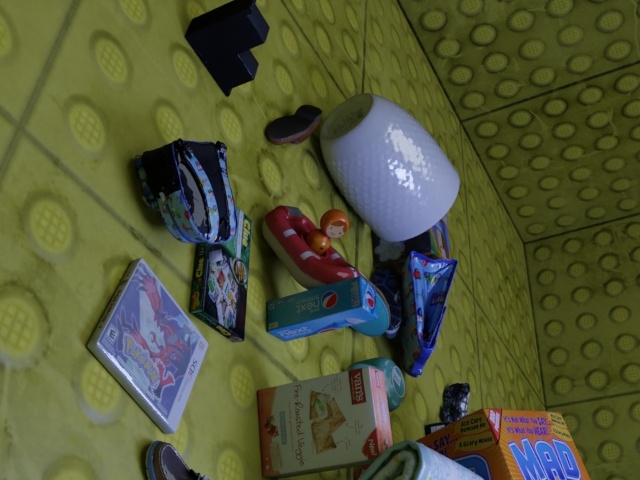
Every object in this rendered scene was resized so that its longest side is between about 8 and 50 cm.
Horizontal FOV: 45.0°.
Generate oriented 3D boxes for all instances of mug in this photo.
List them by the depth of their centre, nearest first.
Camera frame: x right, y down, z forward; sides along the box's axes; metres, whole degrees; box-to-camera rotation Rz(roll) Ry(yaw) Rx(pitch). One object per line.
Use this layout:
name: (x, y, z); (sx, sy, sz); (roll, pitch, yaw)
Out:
mug: (0.133, 0.338, 1.793); (0.157, 0.097, 0.130); (1, 75, -66)
mug: (0.161, -0.236, 2.020); (0.328, 0.276, 0.374); (47, 29, -31)

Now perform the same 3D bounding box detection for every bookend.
bookend: (-0.159, -0.392, 1.548); (0.156, 0.157, 0.072); (54, 31, -36)

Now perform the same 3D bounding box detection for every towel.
towel: (0.106, 0.520, 1.343); (0.090, 0.374, 0.320); (45, 3, 37)

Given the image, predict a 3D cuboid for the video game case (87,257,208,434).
video game case: (-0.250, 0.157, 1.162); (0.201, 0.023, 0.183); (58, 28, -31)

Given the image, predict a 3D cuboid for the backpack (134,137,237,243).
backpack: (-0.213, -0.071, 1.273); (0.158, 0.116, 0.173); (-14, 87, -67)

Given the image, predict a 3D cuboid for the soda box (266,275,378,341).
soda box: (0.002, 0.135, 1.496); (0.071, 0.210, 0.067); (40, 41, -51)

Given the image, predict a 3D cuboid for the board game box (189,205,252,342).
board game box: (-0.175, 0.041, 1.396); (0.136, 0.030, 0.260); (43, 38, -46)

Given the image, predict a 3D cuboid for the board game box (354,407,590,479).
board game box: (0.357, 0.593, 1.636); (0.356, 0.356, 0.356); (16, 47, -47)

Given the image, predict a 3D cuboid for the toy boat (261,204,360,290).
toy boat: (0.000, 0.000, 1.568); (0.231, 0.151, 0.151); (51, 21, 21)

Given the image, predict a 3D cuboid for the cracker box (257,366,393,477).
cracker box: (0.005, 0.322, 1.357); (0.067, 0.232, 0.156); (32, 46, -56)

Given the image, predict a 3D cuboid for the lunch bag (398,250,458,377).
lunch bag: (0.263, 0.214, 2.053); (0.221, 0.138, 0.293); (104, -4, -62)

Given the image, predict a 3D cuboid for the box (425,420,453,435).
box: (0.357, 0.609, 2.137); (0.147, 0.077, 0.180); (42, 39, -50)

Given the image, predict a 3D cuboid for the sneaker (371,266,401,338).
sneaker: (0.175, 0.163, 2.050); (0.081, 0.080, 0.211); (81, 10, -52)

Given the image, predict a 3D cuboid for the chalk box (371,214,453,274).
chalk box: (0.258, -0.043, 2.210); (0.179, 0.180, 0.289); (40, 42, -52)

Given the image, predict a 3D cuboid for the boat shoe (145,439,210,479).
boat shoe: (-0.187, 0.364, 1.113); (0.183, 0.066, 0.066); (67, 24, -16)

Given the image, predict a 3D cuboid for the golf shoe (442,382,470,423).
golf shoe: (0.412, 0.510, 2.343); (0.198, 0.077, 0.094); (-51, 132, -54)

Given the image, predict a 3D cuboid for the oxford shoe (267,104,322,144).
oxford shoe: (-0.060, -0.250, 1.794); (0.212, 0.076, 0.076); (-38, 150, -54)

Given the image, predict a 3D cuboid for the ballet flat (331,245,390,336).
ballet flat: (0.058, 0.101, 1.799); (0.342, 0.116, 0.124); (42, 20, -44)
